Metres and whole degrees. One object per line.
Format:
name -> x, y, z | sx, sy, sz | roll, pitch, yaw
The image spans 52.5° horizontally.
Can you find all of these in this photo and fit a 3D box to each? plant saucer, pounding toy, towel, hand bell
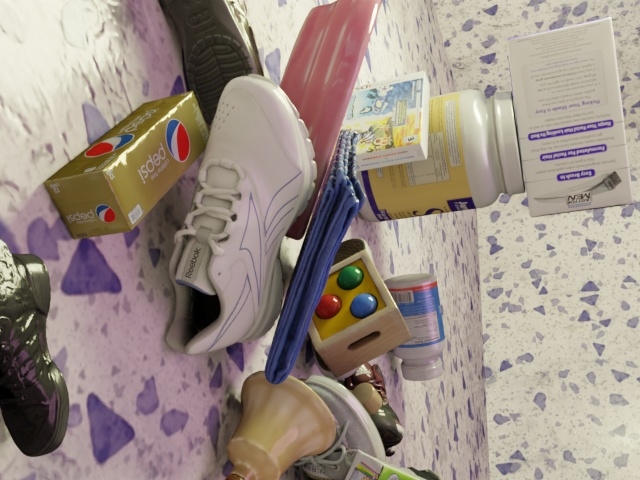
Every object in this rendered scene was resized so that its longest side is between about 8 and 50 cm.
plant saucer -> -0.010, -0.168, 0.851 | 0.332, 0.084, 0.332 | -161, -90, -88
pounding toy -> 0.031, 0.140, 0.921 | 0.094, 0.181, 0.206 | 60, 3, -45
towel -> 0.000, 0.000, 0.803 | 0.336, 0.040, 0.243 | -78, -172, -71
hand bell -> -0.091, 0.261, 0.669 | 0.242, 0.126, 0.126 | -49, 130, -48

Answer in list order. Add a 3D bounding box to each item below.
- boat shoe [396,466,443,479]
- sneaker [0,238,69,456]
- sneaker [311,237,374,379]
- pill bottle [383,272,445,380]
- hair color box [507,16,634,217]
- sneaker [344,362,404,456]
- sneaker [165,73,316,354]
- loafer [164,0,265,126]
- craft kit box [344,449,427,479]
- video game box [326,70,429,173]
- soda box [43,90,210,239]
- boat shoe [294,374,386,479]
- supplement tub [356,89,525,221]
boat shoe -> 0.239, 0.525, 1.202 | 0.302, 0.091, 0.114 | 47, -55, 55
sneaker -> -0.220, 0.063, 0.426 | 0.089, 0.051, 0.170 | 11, 69, -69
sneaker -> 0.062, 0.130, 1.082 | 0.290, 0.105, 0.123 | -76, 148, -48
pill bottle -> 0.211, 0.191, 1.442 | 0.124, 0.124, 0.222 | -24, 106, -69
hair color box -> 0.470, -0.225, 1.232 | 0.110, 0.185, 0.339 | -22, 104, -71
sneaker -> 0.067, 0.259, 1.051 | 0.281, 0.106, 0.163 | 85, -2, -65
sneaker -> -0.085, -0.013, 0.645 | 0.129, 0.111, 0.297 | -27, 129, -60
loafer -> -0.112, -0.238, 0.755 | 0.087, 0.094, 0.251 | -53, 133, -56
craft kit box -> 0.089, 0.432, 0.857 | 0.250, 0.061, 0.247 | 36, 77, -37
video game box -> 0.105, -0.218, 1.204 | 0.048, 0.187, 0.205 | 57, 32, -43
soda box -> -0.167, -0.075, 0.596 | 0.181, 0.061, 0.058 | -65, 143, -55
boat shoe -> 0.018, 0.337, 0.889 | 0.103, 0.118, 0.321 | -30, 121, -46
supplement tub -> 0.236, -0.174, 1.333 | 0.241, 0.331, 0.241 | -7, 90, -70
